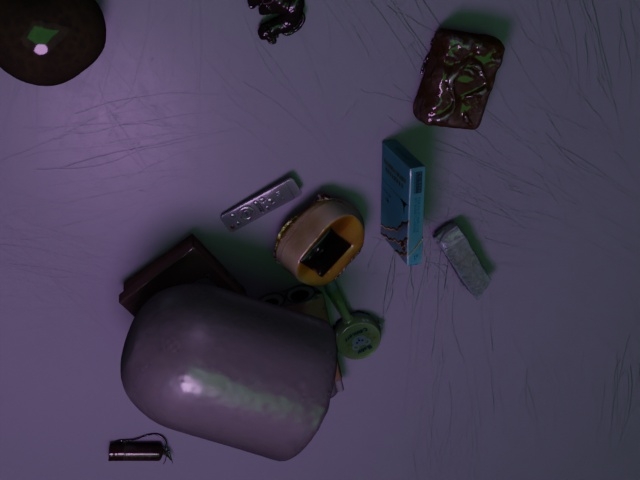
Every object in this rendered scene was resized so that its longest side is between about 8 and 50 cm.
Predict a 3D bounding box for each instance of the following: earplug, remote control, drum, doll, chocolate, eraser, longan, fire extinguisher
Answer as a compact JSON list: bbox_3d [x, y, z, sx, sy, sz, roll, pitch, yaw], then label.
[{"bbox_3d":[-0.206,0.253,1.703,0.394,0.313,0.313,21,111,-19],"label":"earplug"},{"bbox_3d":[-0.130,-0.080,1.796,0.184,0.027,0.050,-28,119,8],"label":"remote control"},{"bbox_3d":[0.045,0.189,1.964,0.130,0.049,0.253,-40,119,10],"label":"drum"},{"bbox_3d":[-0.082,-0.462,1.585,0.139,0.057,0.165,24,115,-26],"label":"doll"},{"bbox_3d":[0.287,-0.325,1.719,0.148,0.093,0.214,5,117,-14],"label":"chocolate"},{"bbox_3d":[-0.051,0.253,1.955,0.171,0.087,0.291,-14,119,-4],"label":"eraser"},{"bbox_3d":[-0.490,-0.374,1.465,0.212,0.198,0.198,-17,121,-14],"label":"longan"},{"bbox_3d":[-0.440,0.514,2.035,0.157,0.045,0.078,4,95,-14],"label":"fire extinguisher"}]

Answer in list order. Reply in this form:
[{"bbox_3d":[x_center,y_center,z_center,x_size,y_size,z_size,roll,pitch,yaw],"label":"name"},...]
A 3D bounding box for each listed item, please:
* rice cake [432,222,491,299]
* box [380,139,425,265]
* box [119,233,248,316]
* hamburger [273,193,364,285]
[{"bbox_3d":[0.336,0.044,1.944,0.069,0.063,0.206,-37,121,2],"label":"rice cake"},{"bbox_3d":[0.176,-0.083,1.783,0.041,0.162,0.229,-10,119,-15],"label":"box"},{"bbox_3d":[-0.298,0.124,1.831,0.215,0.086,0.215,-36,119,8],"label":"box"},{"bbox_3d":[0.000,0.000,1.822,0.173,0.116,0.210,31,103,-34],"label":"hamburger"}]
